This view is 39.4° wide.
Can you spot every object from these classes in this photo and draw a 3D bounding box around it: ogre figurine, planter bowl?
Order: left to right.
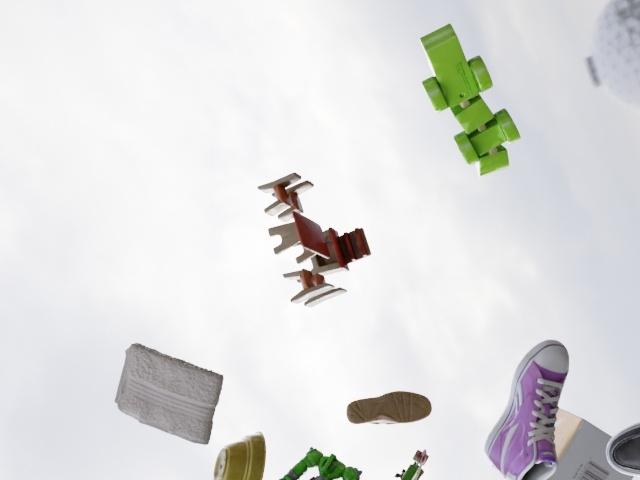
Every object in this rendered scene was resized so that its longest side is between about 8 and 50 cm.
[{"bbox_3d":[-0.221,0.594,2.316,0.090,0.217,0.217,17,-132,-18],"label":"planter bowl"},{"bbox_3d":[0.014,0.550,2.034,0.097,0.197,0.118,48,-117,-43],"label":"ogre figurine"}]

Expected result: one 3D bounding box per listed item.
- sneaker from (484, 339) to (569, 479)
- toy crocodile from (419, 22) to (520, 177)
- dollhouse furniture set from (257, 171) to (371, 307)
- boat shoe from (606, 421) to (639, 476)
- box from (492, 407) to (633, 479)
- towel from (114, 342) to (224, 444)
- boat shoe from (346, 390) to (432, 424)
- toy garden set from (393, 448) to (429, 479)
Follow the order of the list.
[{"bbox_3d":[0.420,0.337,1.675,0.102,0.282,0.161,14,-166,-19],"label":"sneaker"},{"bbox_3d":[0.270,-0.248,1.636,0.340,0.115,0.105,54,-168,-35],"label":"toy crocodile"},{"bbox_3d":[0.000,0.000,1.919,0.259,0.135,0.262,26,-136,-67],"label":"dollhouse furniture set"},{"bbox_3d":[0.497,0.280,1.194,0.076,0.229,0.080,16,-111,-63],"label":"boat shoe"},{"bbox_3d":[0.570,0.523,2.103,0.168,0.215,0.345,32,176,-3],"label":"box"},{"bbox_3d":[-0.384,0.382,2.242,0.049,0.282,0.187,-4,-71,-69],"label":"towel"},{"bbox_3d":[0.135,0.318,1.694,0.059,0.170,0.063,18,-113,-64],"label":"boat shoe"},{"bbox_3d":[0.184,0.564,2.050,0.204,0.049,0.244,-50,-20,-33],"label":"toy garden set"}]
